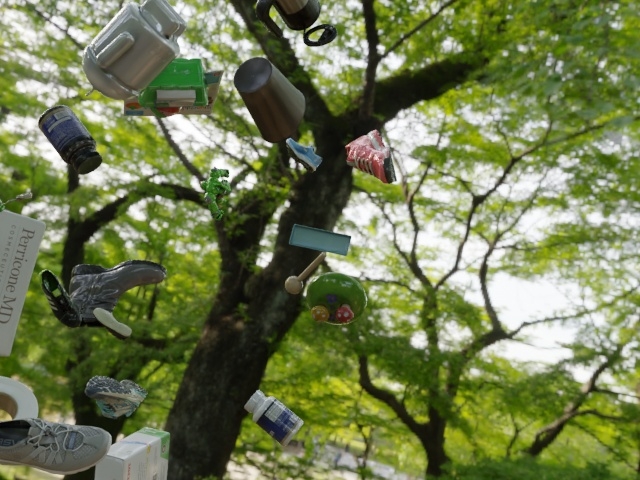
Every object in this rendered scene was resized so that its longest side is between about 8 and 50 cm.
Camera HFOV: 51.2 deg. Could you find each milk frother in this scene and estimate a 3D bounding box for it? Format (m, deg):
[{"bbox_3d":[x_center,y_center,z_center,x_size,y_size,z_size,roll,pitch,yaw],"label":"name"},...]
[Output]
[{"bbox_3d":[-0.041,-0.467,1.327,0.143,0.129,0.135,15,-10,24],"label":"milk frother"}]

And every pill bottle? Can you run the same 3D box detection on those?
[{"bbox_3d":[-0.143,0.529,2.004,0.169,0.094,0.094,38,-8,9],"label":"pill bottle"},{"bbox_3d":[-0.811,-0.325,2.182,0.219,0.123,0.123,51,-5,11],"label":"pill bottle"}]

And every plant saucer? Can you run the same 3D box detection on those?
[{"bbox_3d":[0.000,0.000,2.076,0.192,0.067,0.018,12,-11,16],"label":"plant saucer"}]

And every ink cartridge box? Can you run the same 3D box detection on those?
[{"bbox_3d":[-0.649,0.792,2.309,0.117,0.201,0.278,8,6,19],"label":"ink cartridge box"}]

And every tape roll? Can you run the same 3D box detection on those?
[{"bbox_3d":[-1.162,0.626,2.376,0.286,0.286,0.100,17,-54,-18],"label":"tape roll"}]

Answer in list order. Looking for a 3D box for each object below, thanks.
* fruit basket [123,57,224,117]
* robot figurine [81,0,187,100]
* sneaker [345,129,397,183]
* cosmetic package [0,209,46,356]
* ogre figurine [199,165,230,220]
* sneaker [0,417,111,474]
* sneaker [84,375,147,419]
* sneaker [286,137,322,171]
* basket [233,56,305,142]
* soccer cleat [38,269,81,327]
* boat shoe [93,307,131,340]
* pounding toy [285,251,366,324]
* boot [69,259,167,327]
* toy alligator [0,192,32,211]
[{"bbox_3d":[-0.520,-0.500,2.340,0.327,0.165,0.353,-4,-18,-19],"label":"fruit basket"},{"bbox_3d":[-0.559,-0.556,1.973,0.199,0.353,0.300,49,14,-3],"label":"robot figurine"},{"bbox_3d":[0.160,-0.254,2.189,0.136,0.115,0.313,-17,30,0],"label":"sneaker"},{"bbox_3d":[-0.909,0.058,1.513,0.394,0.329,0.328,21,-14,-41],"label":"cosmetic package"},{"bbox_3d":[-0.375,-0.186,2.422,0.097,0.197,0.118,23,-13,22],"label":"ogre figurine"},{"bbox_3d":[-0.602,0.441,1.451,0.282,0.105,0.115,1,-39,-9],"label":"sneaker"},{"bbox_3d":[-0.667,0.520,2.157,0.110,0.122,0.283,25,-8,24],"label":"sneaker"},{"bbox_3d":[-0.057,-0.308,2.352,0.162,0.073,0.063,44,-18,22],"label":"sneaker"},{"bbox_3d":[-0.160,-0.444,2.048,0.154,0.204,0.227,13,-18,25],"label":"basket"},{"bbox_3d":[-0.704,0.158,1.796,0.178,0.060,0.072,58,-24,-2],"label":"soccer cleat"},{"bbox_3d":[-0.642,0.258,2.042,0.133,0.049,0.042,37,-53,-6],"label":"boat shoe"},{"bbox_3d":[0.020,0.178,1.941,0.183,0.110,0.237,-37,-71,29],"label":"pounding toy"},{"bbox_3d":[-0.687,0.190,2.237,0.339,0.222,0.118,-7,-39,4],"label":"boot"},{"bbox_3d":[-0.623,-0.047,1.225,0.190,0.051,0.056,-10,17,-12],"label":"toy alligator"}]
